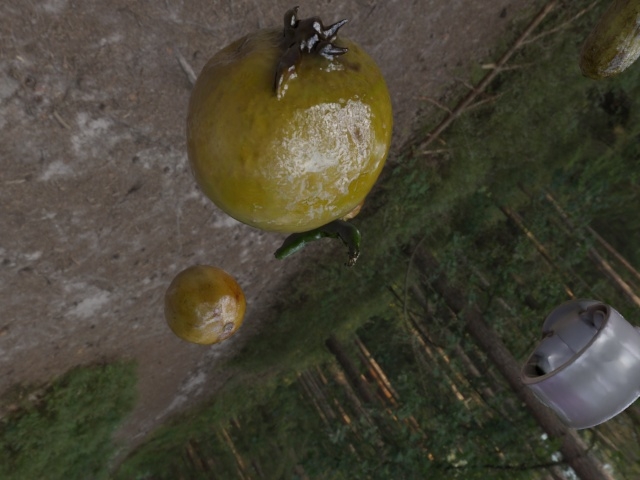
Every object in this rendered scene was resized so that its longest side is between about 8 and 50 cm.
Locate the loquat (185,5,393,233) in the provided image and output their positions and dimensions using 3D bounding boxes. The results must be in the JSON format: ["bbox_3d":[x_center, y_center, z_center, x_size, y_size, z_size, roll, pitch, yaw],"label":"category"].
[{"bbox_3d":[-0.032,-0.131,0.529,0.244,0.244,0.244,-32,156,-16],"label":"loquat"}]

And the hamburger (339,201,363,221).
[{"bbox_3d":[0.035,-0.207,1.788,0.170,0.290,0.314,-42,-155,47],"label":"hamburger"}]

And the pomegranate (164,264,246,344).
[{"bbox_3d":[-0.371,0.199,1.471,0.264,0.264,0.264,-32,156,-16],"label":"pomegranate"}]

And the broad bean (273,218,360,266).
[{"bbox_3d":[0.000,0.000,1.232,0.049,0.292,0.144,50,58,-37],"label":"broad bean"}]

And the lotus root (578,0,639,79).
[{"bbox_3d":[0.630,-0.436,0.971,0.258,0.110,0.097,96,12,-59],"label":"lotus root"}]

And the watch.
[{"bbox_3d":[0.464,0.238,0.820,0.244,0.196,0.231,-52,169,26],"label":"watch"}]
